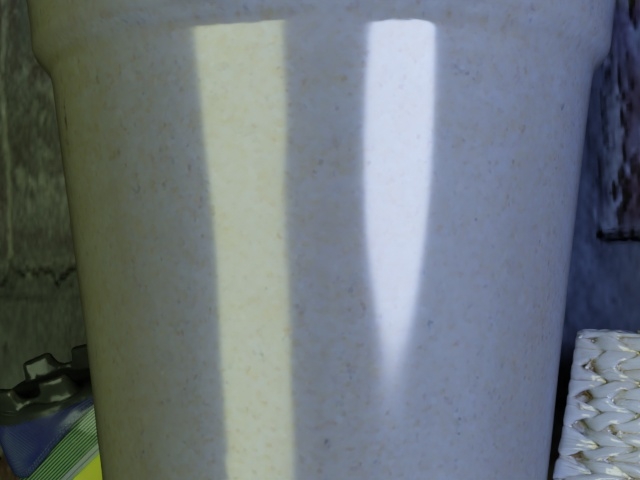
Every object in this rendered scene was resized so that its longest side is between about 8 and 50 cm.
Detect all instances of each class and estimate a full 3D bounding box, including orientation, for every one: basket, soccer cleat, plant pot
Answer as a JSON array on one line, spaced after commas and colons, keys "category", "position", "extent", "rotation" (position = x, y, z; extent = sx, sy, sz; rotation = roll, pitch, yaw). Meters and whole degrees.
[{"category": "basket", "position": [0.215, 0.102, 0.723], "extent": [0.167, 0.113, 0.103], "rotation": [3, 84, 33]}, {"category": "soccer cleat", "position": [-0.088, 0.125, 0.944], "extent": [0.289, 0.093, 0.121], "rotation": [-9, 112, 27]}, {"category": "plant pot", "position": [0.000, 0.000, 0.733], "extent": [0.334, 0.334, 0.305], "rotation": [-3, 84, 32]}]
